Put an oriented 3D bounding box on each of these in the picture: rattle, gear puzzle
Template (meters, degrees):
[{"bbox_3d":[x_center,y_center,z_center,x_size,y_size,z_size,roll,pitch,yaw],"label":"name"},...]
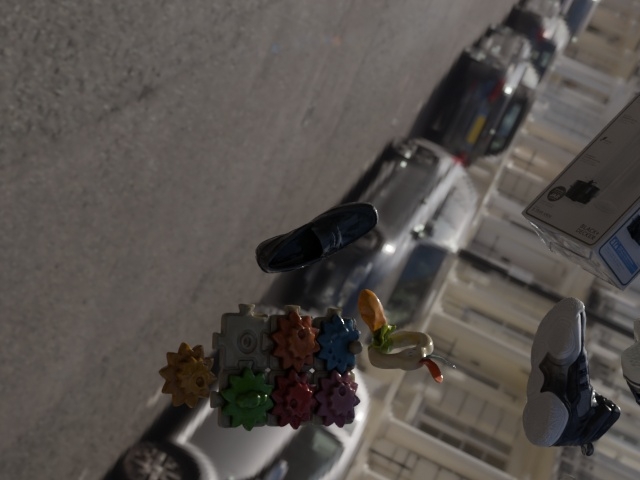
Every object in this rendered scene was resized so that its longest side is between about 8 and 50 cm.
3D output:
[{"bbox_3d":[0.161,0.173,1.986,0.200,0.130,0.142,-160,-111,-68],"label":"rattle"},{"bbox_3d":[-0.070,0.175,1.479,0.044,0.339,0.175,-5,-98,52],"label":"gear puzzle"}]

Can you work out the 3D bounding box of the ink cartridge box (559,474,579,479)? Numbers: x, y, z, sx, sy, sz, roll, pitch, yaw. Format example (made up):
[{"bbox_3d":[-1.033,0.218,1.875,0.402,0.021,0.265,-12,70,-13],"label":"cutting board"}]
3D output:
[{"bbox_3d":[0.404,0.442,1.576,0.115,0.198,0.067,-33,127,-22],"label":"ink cartridge box"}]

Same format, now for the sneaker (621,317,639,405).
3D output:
[{"bbox_3d":[0.531,0.204,1.628,0.321,0.126,0.127,-26,107,-68],"label":"sneaker"}]

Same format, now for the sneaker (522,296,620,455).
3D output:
[{"bbox_3d":[0.450,0.244,1.881,0.101,0.153,0.268,-13,-121,61],"label":"sneaker"}]

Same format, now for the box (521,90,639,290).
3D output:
[{"bbox_3d":[0.428,-0.087,1.410,0.290,0.087,0.169,-46,-150,-5],"label":"box"}]

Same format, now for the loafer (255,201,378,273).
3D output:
[{"bbox_3d":[0.000,0.000,1.788,0.223,0.076,0.078,-23,-162,-11],"label":"loafer"}]
